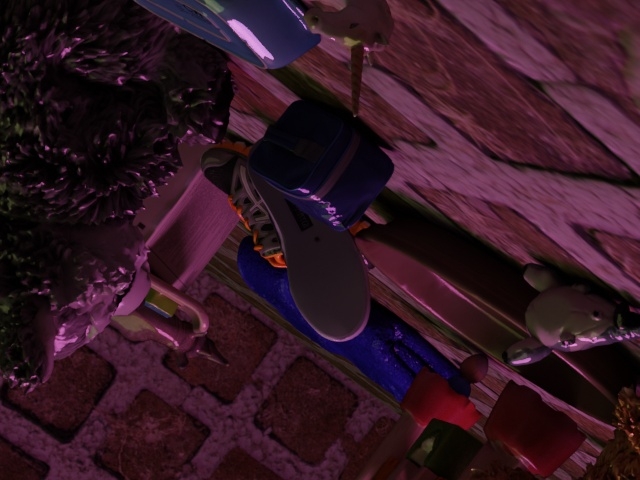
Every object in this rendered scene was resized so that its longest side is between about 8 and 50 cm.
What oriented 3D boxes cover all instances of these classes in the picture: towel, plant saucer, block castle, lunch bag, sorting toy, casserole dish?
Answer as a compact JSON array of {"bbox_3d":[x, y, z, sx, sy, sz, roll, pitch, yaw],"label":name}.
[{"bbox_3d":[0.034,0.117,2.272,0.308,0.076,0.228,29,172,45],"label":"towel"},{"bbox_3d":[0.150,0.063,1.433,0.278,0.041,0.278,35,173,5],"label":"plant saucer"},{"bbox_3d":[0.230,0.261,1.731,0.303,0.213,0.453,39,172,-5],"label":"block castle"},{"bbox_3d":[-0.005,-0.058,1.230,0.065,0.067,0.098,40,173,-33],"label":"lunch bag"},{"bbox_3d":[-0.206,0.034,1.793,0.208,0.038,0.193,35,174,-3],"label":"sorting toy"},{"bbox_3d":[-0.081,-0.156,1.054,0.188,0.037,0.114,30,172,37],"label":"casserole dish"}]

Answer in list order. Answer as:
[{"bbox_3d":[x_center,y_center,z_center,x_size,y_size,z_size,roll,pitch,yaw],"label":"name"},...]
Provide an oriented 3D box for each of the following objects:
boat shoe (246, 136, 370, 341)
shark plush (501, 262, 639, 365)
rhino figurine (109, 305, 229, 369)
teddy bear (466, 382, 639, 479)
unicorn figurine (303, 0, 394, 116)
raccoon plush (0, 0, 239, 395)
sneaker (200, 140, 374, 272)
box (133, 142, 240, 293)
[{"bbox_3d":[0.000,0.000,1.442,0.083,0.065,0.183,35,-148,-73],"label":"boat shoe"},{"bbox_3d":[0.193,0.050,1.200,0.067,0.073,0.161,17,161,-26],"label":"shark plush"},{"bbox_3d":[-0.206,0.076,1.956,0.243,0.073,0.106,34,177,3],"label":"rhino figurine"},{"bbox_3d":[0.235,0.248,1.364,0.245,0.338,0.113,42,-144,-19],"label":"teddy bear"},{"bbox_3d":[-0.019,-0.135,0.837,0.111,0.060,0.162,37,-170,-18],"label":"unicorn figurine"},{"bbox_3d":[-0.279,-0.099,1.317,0.446,0.299,0.216,38,173,-19],"label":"raccoon plush"},{"bbox_3d":[-0.039,-0.021,1.617,0.215,0.083,0.084,33,175,30],"label":"sneaker"},{"bbox_3d":[-0.175,-0.048,1.853,0.121,0.148,0.311,35,172,8],"label":"box"}]
